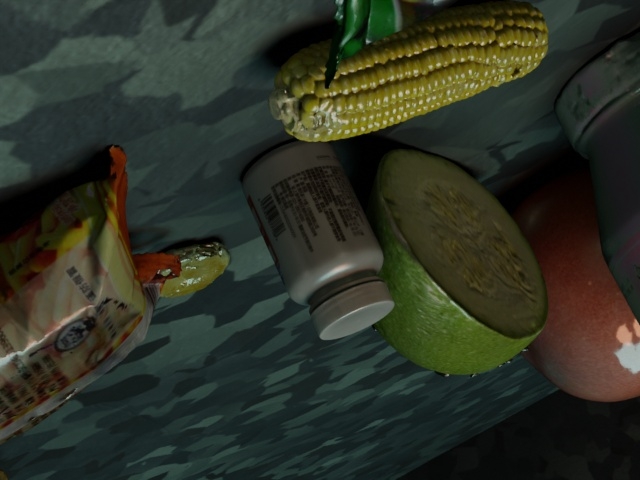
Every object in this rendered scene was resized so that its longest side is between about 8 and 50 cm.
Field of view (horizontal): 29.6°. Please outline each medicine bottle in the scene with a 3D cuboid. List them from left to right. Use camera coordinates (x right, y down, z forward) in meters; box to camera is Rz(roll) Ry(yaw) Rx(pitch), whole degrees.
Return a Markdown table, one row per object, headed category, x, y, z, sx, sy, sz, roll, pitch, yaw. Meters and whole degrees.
| category | x | y | z | sx | sy | sz | roll | pitch | yaw |
| --- | --- | --- | --- | --- | --- | --- | --- | --- | --- |
| medicine bottle | 0.000 | 0.000 | 0.918 | 0.079 | 0.140 | 0.079 | -22 | 162 | -8 |
| medicine bottle | 0.352 | -0.036 | 1.033 | 0.245 | 0.290 | 0.245 | -21 | 160 | -8 |

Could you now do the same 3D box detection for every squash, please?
| category | x | y | z | sx | sy | sz | roll | pitch | yaw |
| --- | --- | --- | --- | --- | --- | --- | --- | --- | --- |
| squash | 0.128 | 0.007 | 1.025 | 0.189 | 0.189 | 0.260 | -21 | 162 | -11 |

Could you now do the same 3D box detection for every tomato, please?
| category | x | y | z | sx | sy | sz | roll | pitch | yaw |
| --- | --- | --- | --- | --- | --- | --- | --- | --- | --- |
| tomato | 0.299 | 0.045 | 1.262 | 0.224 | 0.256 | 0.256 | -37 | 164 | -13 |

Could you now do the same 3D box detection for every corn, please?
| category | x | y | z | sx | sy | sz | roll | pitch | yaw |
| --- | --- | --- | --- | --- | --- | --- | --- | --- | --- |
| corn | 0.060 | -0.114 | 0.798 | 0.206 | 0.067 | 0.067 | -18 | 161 | -22 |

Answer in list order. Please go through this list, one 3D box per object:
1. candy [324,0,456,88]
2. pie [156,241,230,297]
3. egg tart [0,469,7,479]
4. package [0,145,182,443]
| category | x | y | z | sx | sy | sz | roll | pitch | yaw |
| --- | --- | --- | --- | --- | --- | --- | --- | --- | --- |
| candy | 0.081 | -0.175 | 0.647 | 0.203 | 0.078 | 0.141 | -29 | 176 | -24 |
| pie | -0.117 | 0.025 | 1.033 | 0.084 | 0.020 | 0.084 | -21 | 159 | -8 |
| egg tart | -0.483 | 0.343 | 1.288 | 0.341 | 0.129 | 0.341 | -20 | 161 | -7 |
| package | -0.218 | 0.072 | 0.844 | 0.288 | 0.108 | 0.223 | -41 | 163 | -13 |
